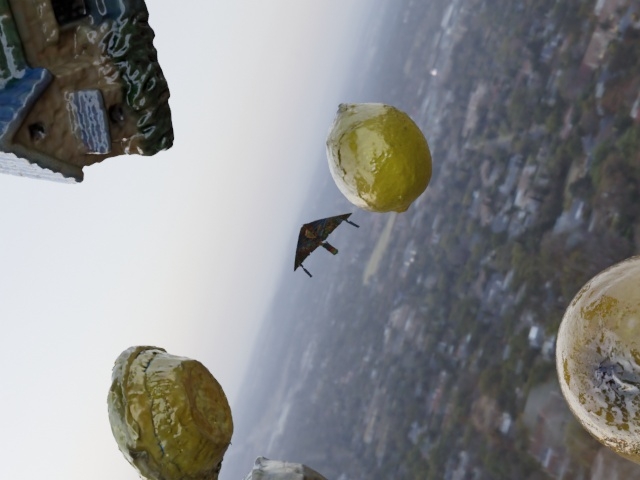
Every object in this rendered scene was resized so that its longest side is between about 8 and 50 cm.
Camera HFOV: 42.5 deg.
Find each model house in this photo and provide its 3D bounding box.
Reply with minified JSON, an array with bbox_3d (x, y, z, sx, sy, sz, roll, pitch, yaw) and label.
[{"bbox_3d":[-0.561,-0.324,1.522,0.400,0.395,0.445,-32,-54,-43],"label":"model house"}]

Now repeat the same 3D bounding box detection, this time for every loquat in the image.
[{"bbox_3d":[0.403,0.141,0.953,0.263,0.263,0.263,-162,90,-89],"label":"loquat"}]

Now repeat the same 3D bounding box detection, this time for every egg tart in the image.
[{"bbox_3d":[-0.321,0.399,1.878,0.169,0.388,0.388,-29,16,17],"label":"egg tart"}]

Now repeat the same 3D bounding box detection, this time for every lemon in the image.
[{"bbox_3d":[0.141,-0.208,2.013,0.253,0.310,0.253,-31,7,4],"label":"lemon"}]

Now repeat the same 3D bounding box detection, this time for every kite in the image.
[{"bbox_3d":[0.000,0.000,1.767,0.183,0.010,0.160,-46,-37,3],"label":"kite"}]

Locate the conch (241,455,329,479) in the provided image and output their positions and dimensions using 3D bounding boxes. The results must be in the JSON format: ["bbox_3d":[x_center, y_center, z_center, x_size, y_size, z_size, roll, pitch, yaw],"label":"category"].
[{"bbox_3d":[-0.025,0.313,0.772,0.210,0.291,0.159,-59,-33,-42],"label":"conch"}]
